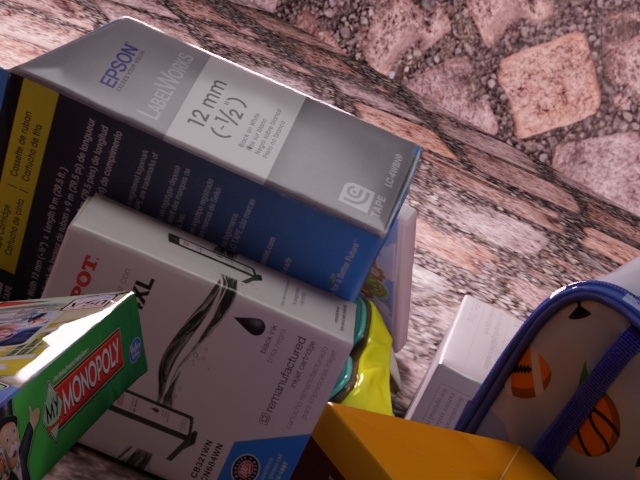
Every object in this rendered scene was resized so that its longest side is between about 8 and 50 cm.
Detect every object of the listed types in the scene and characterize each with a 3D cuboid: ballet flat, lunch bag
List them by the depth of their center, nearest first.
[{"bbox_3d":[0.160,0.169,0.840,0.243,0.303,0.115,43,35,20],"label":"lunch bag"},{"bbox_3d":[0.033,0.119,1.296,0.077,0.077,0.231,44,15,-10],"label":"ballet flat"}]

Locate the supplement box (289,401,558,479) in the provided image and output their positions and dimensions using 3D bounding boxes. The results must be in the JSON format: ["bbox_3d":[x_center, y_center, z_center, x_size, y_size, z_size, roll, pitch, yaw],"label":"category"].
[{"bbox_3d":[0.053,0.214,0.711,0.129,0.194,0.191,16,17,-32],"label":"supplement box"}]

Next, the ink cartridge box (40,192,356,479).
[{"bbox_3d":[-0.096,0.079,1.050,0.203,0.148,0.086,23,16,-4],"label":"ink cartridge box"}]

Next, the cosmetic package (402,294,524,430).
[{"bbox_3d":[0.175,0.168,1.193,0.225,0.138,0.224,27,14,4],"label":"cosmetic package"}]

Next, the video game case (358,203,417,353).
[{"bbox_3d":[0.000,0.000,1.447,0.193,0.212,0.023,28,58,20],"label":"video game case"}]

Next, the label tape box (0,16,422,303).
[{"bbox_3d":[-0.132,-0.029,1.147,0.348,0.249,0.115,25,46,1],"label":"label tape box"}]

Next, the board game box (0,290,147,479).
[{"bbox_3d":[-0.258,0.080,0.685,0.317,0.046,0.213,-5,10,10],"label":"board game box"}]
